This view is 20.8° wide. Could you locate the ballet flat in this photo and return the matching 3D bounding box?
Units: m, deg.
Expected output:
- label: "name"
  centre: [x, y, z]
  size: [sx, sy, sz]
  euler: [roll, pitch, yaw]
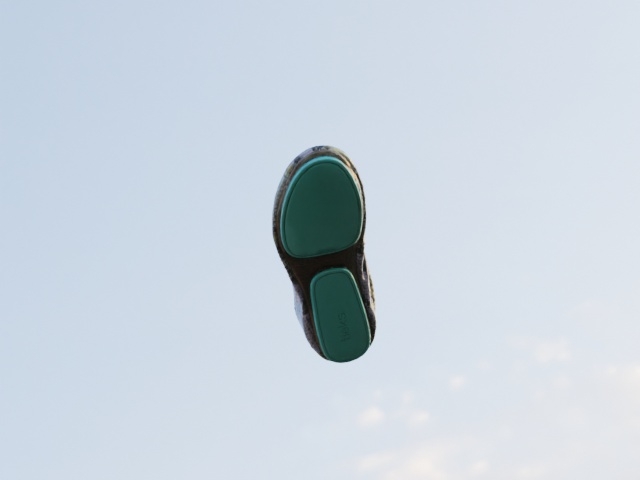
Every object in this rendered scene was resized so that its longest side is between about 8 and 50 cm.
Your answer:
- label: "ballet flat"
  centre: [0.000, 0.000, 0.729]
  size: [0.041, 0.041, 0.114]
  euler: [-14, -51, -7]
